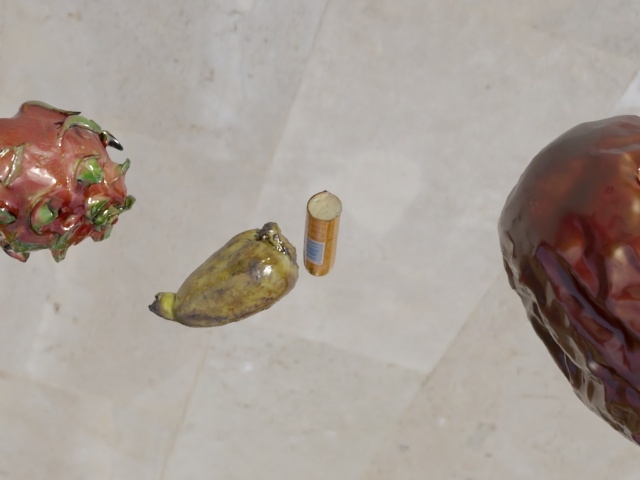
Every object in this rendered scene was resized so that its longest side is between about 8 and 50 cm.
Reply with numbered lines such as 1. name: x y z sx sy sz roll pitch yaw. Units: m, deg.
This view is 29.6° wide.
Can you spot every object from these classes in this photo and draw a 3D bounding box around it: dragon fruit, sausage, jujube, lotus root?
1. dragon fruit: -0.286 -0.054 1.093 0.235 0.135 0.137 -2 159 -7
2. sausage: 0.000 0.000 1.052 0.031 0.031 0.107 9 147 1
3. jujube: 0.335 0.058 1.104 0.276 0.377 0.276 -30 152 -18
4. lotus root: -0.112 0.056 1.452 0.190 0.108 0.094 -32 94 10
